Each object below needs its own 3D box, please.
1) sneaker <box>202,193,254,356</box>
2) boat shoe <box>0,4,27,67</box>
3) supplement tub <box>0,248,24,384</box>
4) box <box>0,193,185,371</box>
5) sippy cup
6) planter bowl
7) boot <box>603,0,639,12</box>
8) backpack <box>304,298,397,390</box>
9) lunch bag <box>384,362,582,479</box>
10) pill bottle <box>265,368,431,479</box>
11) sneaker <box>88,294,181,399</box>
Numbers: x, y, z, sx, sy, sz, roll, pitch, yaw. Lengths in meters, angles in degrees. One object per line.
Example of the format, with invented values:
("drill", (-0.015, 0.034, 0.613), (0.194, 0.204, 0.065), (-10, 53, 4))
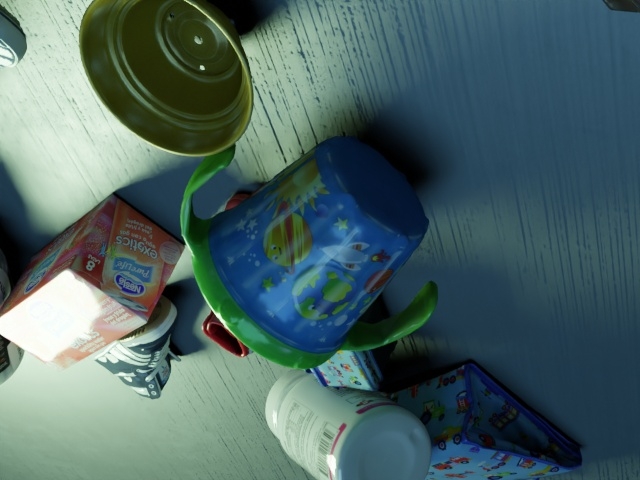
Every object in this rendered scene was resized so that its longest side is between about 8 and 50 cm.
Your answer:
("sneaker", (-0.107, 0.056, 1.368), (0.087, 0.128, 0.221), (-5, 108, 32))
("boat shoe", (-0.469, -0.312, 1.166), (0.302, 0.094, 0.109), (31, 152, -11))
("supplement tub", (-0.606, 0.106, 1.674), (0.194, 0.193, 0.316), (17, 144, 5))
("box", (-0.363, 0.074, 1.550), (0.142, 0.154, 0.300), (38, 141, -21))
("sippy cup", (0.000, 0.000, 1.222), (0.306, 0.240, 0.224), (8, 136, -49))
("planter bowl", (-0.155, -0.208, 1.137), (0.217, 0.090, 0.217), (15, 133, 17))
("boot", (0.278, -0.262, 0.915), (0.114, 0.037, 0.106), (41, 152, -19))
("backpack", (0.007, 0.141, 1.487), (0.173, 0.116, 0.158), (4, 139, 26))
("lunch bag", (0.257, 0.340, 1.620), (0.293, 0.138, 0.221), (31, 141, -28))
("pill bottle", (0.032, 0.293, 1.546), (0.160, 0.160, 0.283), (43, 169, -26))
("sneaker", (-0.280, 0.182, 1.687), (0.153, 0.099, 0.282), (43, 145, -20))
